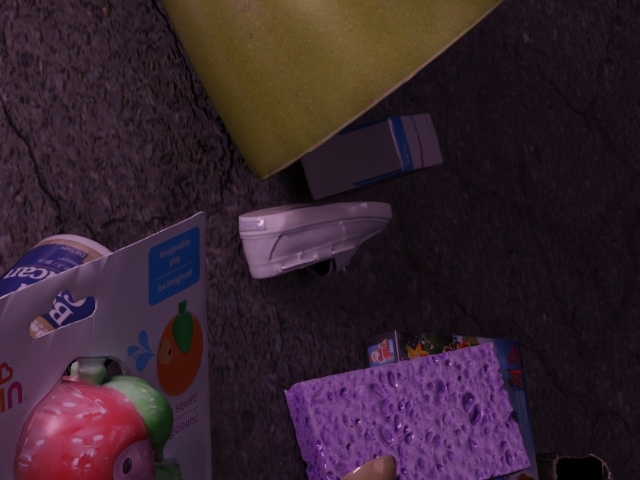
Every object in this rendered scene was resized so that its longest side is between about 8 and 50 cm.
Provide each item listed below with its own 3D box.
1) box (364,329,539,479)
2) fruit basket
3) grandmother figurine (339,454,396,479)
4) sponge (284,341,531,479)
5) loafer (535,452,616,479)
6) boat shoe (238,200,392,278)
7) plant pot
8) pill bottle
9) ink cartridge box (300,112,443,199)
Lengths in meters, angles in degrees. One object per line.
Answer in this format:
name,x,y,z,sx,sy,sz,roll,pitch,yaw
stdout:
box,0.124,0.201,1.692,0.159,0.044,0.233,7,70,-41
fruit basket,-0.142,0.190,1.152,0.327,0.165,0.353,-26,125,-57
grandmother figurine,0.078,0.347,1.443,0.104,0.208,0.342,7,49,-58
sponge,0.076,0.160,1.613,0.210,0.031,0.117,-9,79,-36
loafer,0.250,0.258,1.842,0.251,0.087,0.094,21,60,-50
boat shoe,0.000,0.000,1.617,0.184,0.066,0.063,-11,99,-59
plant pot,-0.032,-0.246,1.533,0.293,0.275,0.275,52,36,-6
pill bottle,-0.196,0.075,1.261,0.094,0.094,0.169,61,37,-18
ink cartridge box,0.046,-0.075,1.670,0.122,0.089,0.052,-19,92,-69
